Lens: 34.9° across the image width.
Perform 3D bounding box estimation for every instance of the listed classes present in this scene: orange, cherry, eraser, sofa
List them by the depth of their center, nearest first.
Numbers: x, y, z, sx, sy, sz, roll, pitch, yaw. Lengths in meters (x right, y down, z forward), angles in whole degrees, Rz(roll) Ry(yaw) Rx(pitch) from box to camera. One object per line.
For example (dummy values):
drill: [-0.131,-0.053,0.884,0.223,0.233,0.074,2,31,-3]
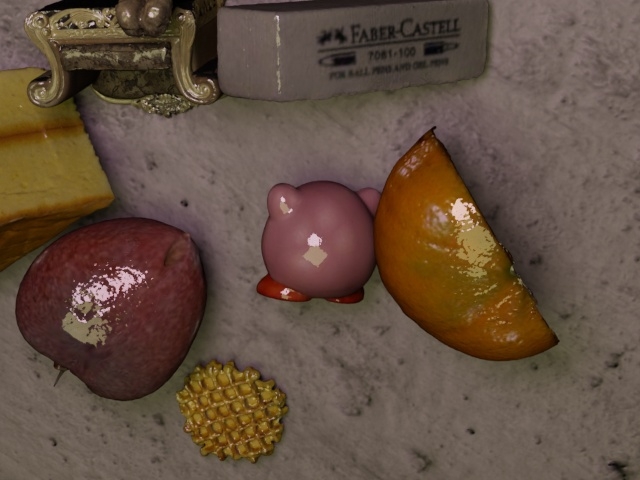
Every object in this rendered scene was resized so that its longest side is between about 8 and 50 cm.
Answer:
eraser: [0.047,-0.245,1.280,0.353,0.077,0.111,-10,116,-25]
orange: [0.196,0.010,1.336,0.275,0.274,0.310,4,114,8]
sofa: [-0.238,-0.228,1.340,0.259,0.200,0.181,0,110,8]
cherry: [-0.295,0.091,1.473,0.261,0.221,0.307,41,100,-17]

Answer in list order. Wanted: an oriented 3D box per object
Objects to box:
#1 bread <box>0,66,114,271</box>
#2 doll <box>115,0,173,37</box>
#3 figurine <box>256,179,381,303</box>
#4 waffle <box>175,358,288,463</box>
bread: [-0.503,-0.058,1.492,0.362,0.245,0.233,-41,69,52]
doll: [-0.180,-0.372,1.238,0.203,0.285,0.091,-29,140,6]
figurine: [0.000,0.000,1.411,0.173,0.173,0.173,3,113,8]
waffle: [-0.140,0.272,1.615,0.191,0.038,0.191,3,113,8]
